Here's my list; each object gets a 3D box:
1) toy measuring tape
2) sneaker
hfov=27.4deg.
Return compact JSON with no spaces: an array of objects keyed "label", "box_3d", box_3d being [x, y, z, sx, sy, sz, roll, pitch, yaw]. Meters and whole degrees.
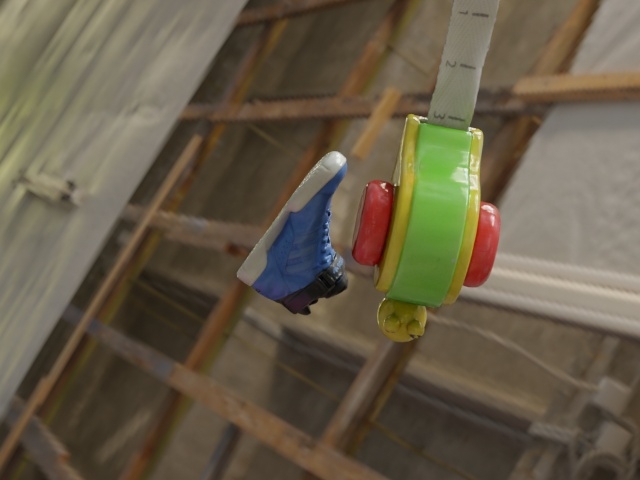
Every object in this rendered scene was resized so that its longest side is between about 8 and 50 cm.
[{"label":"toy measuring tape","box_3d":[0.096,-0.061,1.011,0.121,0.121,0.330,-107,-153,-64]},{"label":"sneaker","box_3d":[0.000,0.000,1.120,0.152,0.084,0.058,-53,-177,26]}]
